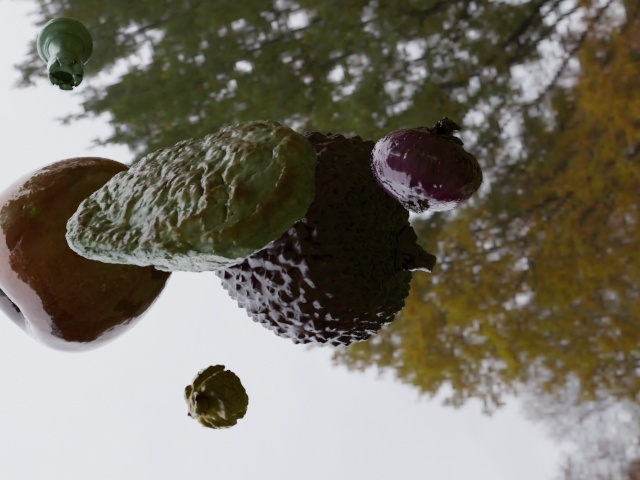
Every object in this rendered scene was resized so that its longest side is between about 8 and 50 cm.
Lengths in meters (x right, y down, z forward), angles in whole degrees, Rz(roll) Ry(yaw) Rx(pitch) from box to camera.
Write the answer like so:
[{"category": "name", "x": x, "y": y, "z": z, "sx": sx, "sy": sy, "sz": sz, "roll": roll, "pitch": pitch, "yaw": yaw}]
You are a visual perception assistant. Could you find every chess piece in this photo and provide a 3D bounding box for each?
[{"category": "chess piece", "x": -0.304, "y": -0.219, "z": 1.455, "sx": 0.067, "sy": 0.067, "sz": 0.103, "roll": 53, "pitch": -171, "yaw": -33}]

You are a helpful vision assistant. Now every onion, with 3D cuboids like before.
[{"category": "onion", "x": 0.109, "y": -0.078, "z": 1.229, "sx": 0.115, "sy": 0.115, "sz": 0.104, "roll": 34, "pitch": -100, "yaw": -46}]

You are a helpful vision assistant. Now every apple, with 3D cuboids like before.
[{"category": "apple", "x": -0.292, "y": 0.014, "z": 1.491, "sx": 0.253, "sy": 0.253, "sz": 0.253, "roll": 19, "pitch": -114, "yaw": -51}]

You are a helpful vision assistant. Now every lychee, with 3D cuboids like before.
[{"category": "lychee", "x": 0.000, "y": 0.000, "z": 1.561, "sx": 0.276, "sy": 0.304, "sz": 0.275, "roll": 9, "pitch": -90, "yaw": -76}]

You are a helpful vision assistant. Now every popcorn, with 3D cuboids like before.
[{"category": "popcorn", "x": -0.134, "y": 0.193, "z": 1.490, "sx": 0.084, "sy": 0.084, "sz": 0.084, "roll": 19, "pitch": -114, "yaw": -51}]

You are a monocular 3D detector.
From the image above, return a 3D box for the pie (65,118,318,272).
[{"category": "pie", "x": -0.111, "y": -0.033, "z": 1.145, "sx": 0.201, "sy": 0.248, "sz": 0.090, "roll": -55, "pitch": -48, "yaw": -40}]
